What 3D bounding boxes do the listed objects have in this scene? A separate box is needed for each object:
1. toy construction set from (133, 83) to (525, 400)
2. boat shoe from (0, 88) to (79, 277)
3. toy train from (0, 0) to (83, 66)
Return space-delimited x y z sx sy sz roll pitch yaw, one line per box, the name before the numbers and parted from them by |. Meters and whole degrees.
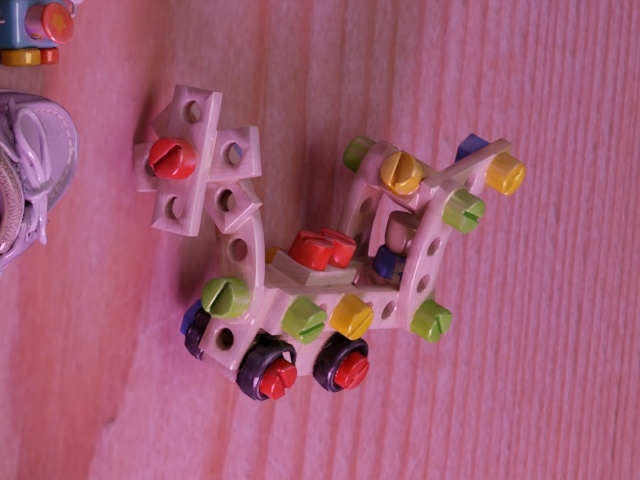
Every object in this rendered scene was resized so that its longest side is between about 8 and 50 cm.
toy construction set | 0.000 0.000 1.467 0.328 0.151 0.215 10 111 -45
boat shoe | -0.225 -0.012 1.189 0.320 0.103 0.118 -36 123 -60
toy train | -0.194 -0.185 1.277 0.166 0.046 0.125 48 59 -44
